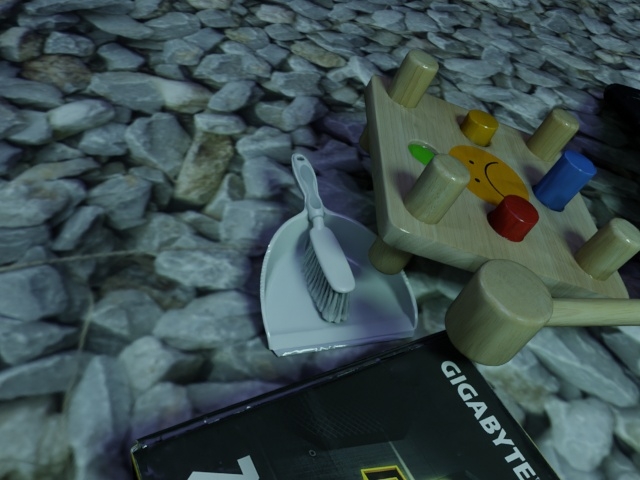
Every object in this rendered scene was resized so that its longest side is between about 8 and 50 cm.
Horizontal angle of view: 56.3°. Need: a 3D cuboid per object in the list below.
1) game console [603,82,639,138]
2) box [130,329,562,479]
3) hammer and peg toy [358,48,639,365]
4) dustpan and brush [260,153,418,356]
[{"bbox_3d":[0.561,-0.126,0.776,0.342,0.060,0.386,24,25,9],"label":"game console"},{"bbox_3d":[0.058,0.227,0.355,0.257,0.079,0.322,-14,50,-24],"label":"box"},{"bbox_3d":[0.172,-0.016,0.572,0.266,0.127,0.361,16,42,-17],"label":"hammer and peg toy"},{"bbox_3d":[0.000,0.000,0.582,0.147,0.060,0.211,-5,47,-19],"label":"dustpan and brush"}]
